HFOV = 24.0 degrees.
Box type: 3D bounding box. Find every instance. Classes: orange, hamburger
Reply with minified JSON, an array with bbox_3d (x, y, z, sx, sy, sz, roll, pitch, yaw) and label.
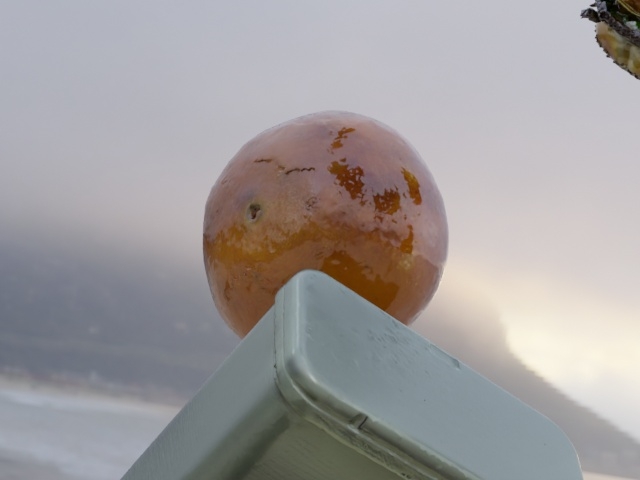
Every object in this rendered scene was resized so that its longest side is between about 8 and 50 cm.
[{"bbox_3d":[0.000,0.000,1.616,0.284,0.283,0.226,3,-17,42],"label":"orange"},{"bbox_3d":[0.358,-0.226,1.602,0.189,0.093,0.164,40,33,24],"label":"hamburger"}]

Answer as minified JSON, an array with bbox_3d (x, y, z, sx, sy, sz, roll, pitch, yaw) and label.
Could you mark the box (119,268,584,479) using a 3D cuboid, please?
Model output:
[{"bbox_3d":[0.011,0.260,1.417,0.352,0.344,0.177,33,25,-22],"label":"box"}]
